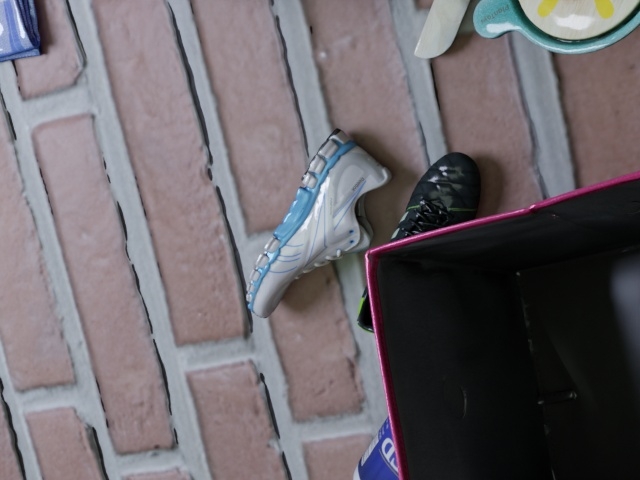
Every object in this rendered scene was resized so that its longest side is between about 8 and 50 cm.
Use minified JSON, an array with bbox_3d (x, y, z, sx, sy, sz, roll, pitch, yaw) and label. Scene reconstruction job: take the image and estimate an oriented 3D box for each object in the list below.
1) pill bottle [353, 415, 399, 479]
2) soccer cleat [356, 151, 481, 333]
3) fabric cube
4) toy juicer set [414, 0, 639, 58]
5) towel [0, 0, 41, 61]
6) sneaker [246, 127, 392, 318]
[{"bbox_3d":[0.094,0.208,0.885,0.112,0.112,0.187,32,109,9],"label":"pill bottle"},{"bbox_3d":[0.087,0.007,0.865,0.060,0.072,0.179,30,108,9],"label":"soccer cleat"},{"bbox_3d":[0.219,0.107,0.688,0.259,0.258,0.254,-16,76,33],"label":"fabric cube"},{"bbox_3d":[0.198,-0.241,0.726,0.329,0.089,0.209,9,96,40],"label":"toy juicer set"},{"bbox_3d":[-0.386,-0.307,0.969,0.209,0.034,0.285,-6,100,19],"label":"towel"},{"bbox_3d":[0.000,0.000,0.896,0.083,0.071,0.191,31,109,3],"label":"sneaker"}]
